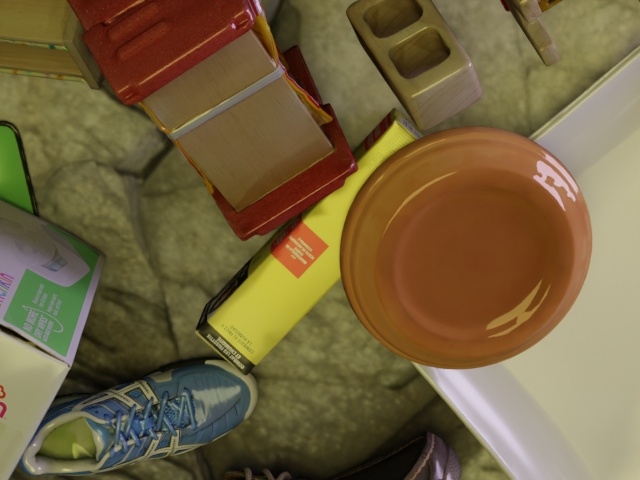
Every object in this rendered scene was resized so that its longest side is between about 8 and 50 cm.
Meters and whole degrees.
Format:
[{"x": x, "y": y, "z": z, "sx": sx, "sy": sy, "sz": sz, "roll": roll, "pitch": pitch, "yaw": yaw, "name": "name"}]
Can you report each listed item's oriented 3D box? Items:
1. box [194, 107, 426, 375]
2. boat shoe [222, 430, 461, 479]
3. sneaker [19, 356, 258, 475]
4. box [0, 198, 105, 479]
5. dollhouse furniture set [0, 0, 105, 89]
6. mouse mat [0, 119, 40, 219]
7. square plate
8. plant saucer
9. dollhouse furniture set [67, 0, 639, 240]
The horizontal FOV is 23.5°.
[{"x": 0.000, "y": 0.000, "z": 1.228, "sx": 0.058, "sy": 0.087, "sz": 0.232, "roll": 43, "pitch": 101, "yaw": -7, "name": "box"}, {"x": -0.048, "y": 0.259, "z": 1.263, "sx": 0.355, "sy": 0.132, "sz": 0.130, "roll": -37, "pitch": 99, "yaw": 8, "name": "boat shoe"}, {"x": -0.152, "y": 0.155, "z": 1.269, "sx": 0.211, "sy": 0.081, "sz": 0.080, "roll": -18, "pitch": 99, "yaw": 4, "name": "sneaker"}, {"x": -0.279, "y": 0.113, "z": 1.166, "sx": 0.127, "sy": 0.262, "sz": 0.231, "roll": 29, "pitch": 102, "yaw": -10, "name": "box"}, {"x": -0.252, "y": -0.216, "z": 1.207, "sx": 0.182, "sy": 0.101, "sz": 0.161, "roll": 8, "pitch": 73, "yaw": 8, "name": "dollhouse furniture set"}, {"x": -0.327, "y": -0.011, "z": 1.277, "sx": 0.189, "sy": 0.007, "sz": 0.153, "roll": -10, "pitch": 102, "yaw": 3, "name": "mouse mat"}, {"x": 0.258, "y": 0.055, "z": 1.251, "sx": 0.344, "sy": 0.049, "sz": 0.347, "roll": -38, "pitch": 98, "yaw": 9, "name": "square plate"}, {"x": 0.115, "y": 0.012, "z": 1.180, "sx": 0.200, "sy": 0.037, "sz": 0.200, "roll": -3, "pitch": 111, "yaw": -7, "name": "plant saucer"}, {"x": 0.030, "y": -0.185, "z": 1.113, "sx": 0.374, "sy": 0.152, "sz": 0.201, "roll": -31, "pitch": 140, "yaw": 4, "name": "dollhouse furniture set"}]
